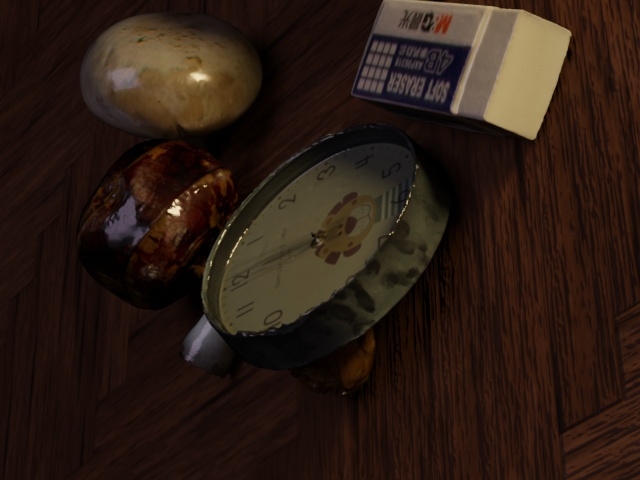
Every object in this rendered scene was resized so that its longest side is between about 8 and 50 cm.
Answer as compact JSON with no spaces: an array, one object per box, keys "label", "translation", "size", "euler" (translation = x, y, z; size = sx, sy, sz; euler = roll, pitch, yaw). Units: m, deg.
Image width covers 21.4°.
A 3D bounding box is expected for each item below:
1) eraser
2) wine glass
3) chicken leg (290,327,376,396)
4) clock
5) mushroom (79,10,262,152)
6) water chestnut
[{"label":"eraser","translation":[0.144,-0.188,1.815],"size":[0.279,0.081,0.124],"euler":[19,89,60]},{"label":"wine glass","translation":[-0.113,0.086,2.085],"size":[0.155,0.072,0.072],"euler":[-63,30,9]},{"label":"chicken leg","translation":[0.011,0.073,1.887],"size":[0.107,0.087,0.251],"euler":[-27,40,22]},{"label":"clock","translation":[0.002,0.001,1.848],"size":[0.312,0.061,0.312],"euler":[-30,33,22]},{"label":"mushroom","translation":[-0.197,-0.188,2.273],"size":[0.243,0.243,0.243],"euler":[-36,43,44]},{"label":"water chestnut","translation":[-0.194,-0.008,2.158],"size":[0.224,0.238,0.224],"euler":[-53,-8,-11]}]
